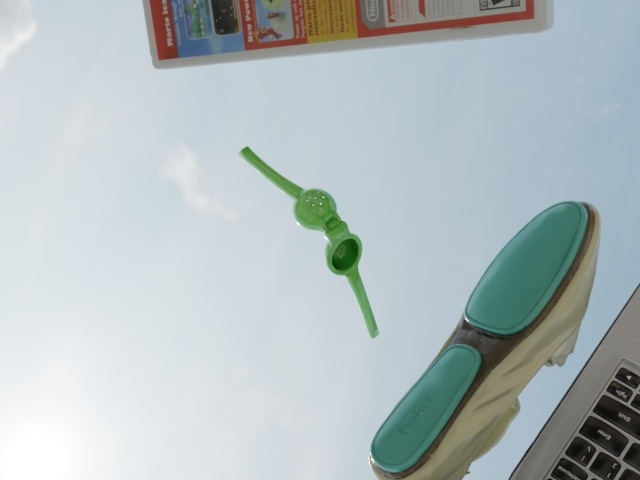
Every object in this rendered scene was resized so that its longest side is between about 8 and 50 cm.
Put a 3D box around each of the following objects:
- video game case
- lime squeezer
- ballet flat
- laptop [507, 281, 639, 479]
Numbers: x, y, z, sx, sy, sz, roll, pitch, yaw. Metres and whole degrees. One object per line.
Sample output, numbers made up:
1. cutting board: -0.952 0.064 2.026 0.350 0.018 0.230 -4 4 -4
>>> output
1. video game case: -0.003 -0.220 0.484 0.285 0.025 0.204 2 -74 28
2. lime squeezer: 0.000 0.000 0.996 0.059 0.110 0.310 -40 -83 -39
3. ballet flat: 0.131 0.085 0.563 0.086 0.086 0.248 38 -95 24
4. laptop: 0.300 0.211 0.501 0.382 0.236 0.408 32 -103 30
